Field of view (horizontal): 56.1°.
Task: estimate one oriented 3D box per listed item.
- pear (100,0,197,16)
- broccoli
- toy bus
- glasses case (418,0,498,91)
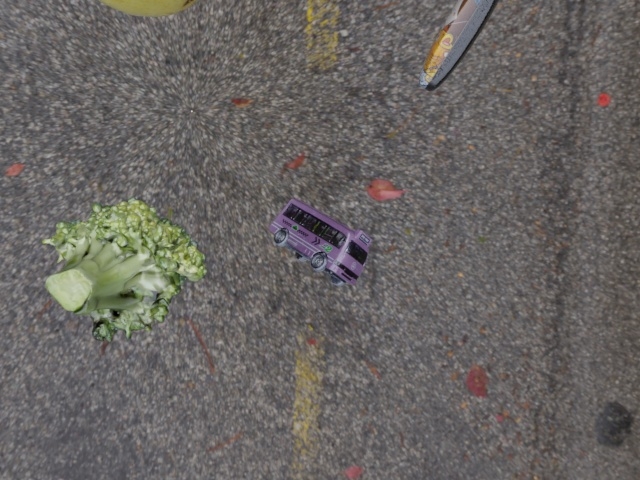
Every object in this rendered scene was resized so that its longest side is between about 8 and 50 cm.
[{"bbox_3d":[-0.303,-0.536,1.010,0.309,0.309,0.309,-3,102,-12],"label":"pear"},{"bbox_3d":[-0.318,0.061,0.936,0.263,0.243,0.247,15,101,7],"label":"broccoli"},{"bbox_3d":[0.000,0.000,1.036,0.098,0.178,0.087,-55,140,-4],"label":"toy bus"},{"bbox_3d":[0.325,-0.488,1.378,0.082,0.122,0.321,31,125,0],"label":"glasses case"}]
